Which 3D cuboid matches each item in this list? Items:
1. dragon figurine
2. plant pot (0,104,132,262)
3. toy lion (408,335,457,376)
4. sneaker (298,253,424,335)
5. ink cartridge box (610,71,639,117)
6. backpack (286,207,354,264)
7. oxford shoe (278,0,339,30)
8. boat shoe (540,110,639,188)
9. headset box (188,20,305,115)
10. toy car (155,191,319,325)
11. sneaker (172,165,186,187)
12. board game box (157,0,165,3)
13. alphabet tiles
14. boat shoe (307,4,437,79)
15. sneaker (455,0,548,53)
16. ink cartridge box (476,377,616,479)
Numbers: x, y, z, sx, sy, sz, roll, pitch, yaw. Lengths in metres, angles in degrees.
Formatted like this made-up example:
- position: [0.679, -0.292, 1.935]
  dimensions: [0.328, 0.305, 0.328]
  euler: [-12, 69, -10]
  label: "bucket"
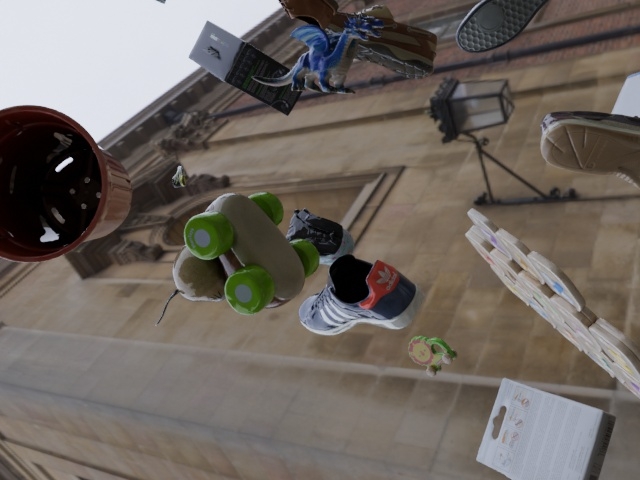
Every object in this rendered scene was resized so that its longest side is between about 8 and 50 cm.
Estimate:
- position: [-0.003, -0.349, 1.102]
  dimensions: [0.085, 0.289, 0.144]
  euler: [-9, -72, -45]
  label: "dragon figurine"
- position: [-0.502, -0.100, 1.147]
  dimensions: [0.265, 0.272, 0.272]
  euler: [-112, 19, -88]
  label: "plant pot"
- position: [0.251, 0.256, 1.361]
  dimensions: [0.034, 0.100, 0.096]
  euler: [-23, -112, -46]
  label: "toy lion"
- position: [0.045, 0.102, 1.209]
  dimensions: [0.148, 0.350, 0.131]
  euler: [44, -124, -22]
  label: "sneaker"
- position: [0.827, -0.196, 1.173]
  dimensions: [0.395, 0.285, 0.166]
  euler: [27, -96, -15]
  label: "ink cartridge box"
- position: [0.000, 0.000, 1.613]
  dimensions: [0.115, 0.182, 0.152]
  euler: [29, -108, -56]
  label: "backpack"
- position: [-0.060, -0.496, 1.196]
  dimensions: [0.212, 0.076, 0.076]
  euler: [25, -91, -29]
  label: "oxford shoe"
- position: [0.468, -0.140, 0.889]
  dimensions: [0.102, 0.285, 0.092]
  euler: [101, 179, -46]
  label: "boat shoe"
- position: [-0.227, -0.527, 1.802]
  dimensions: [0.283, 0.246, 0.131]
  euler: [18, -73, -48]
  label: "headset box"
- position: [-0.124, 0.046, 0.732]
  dimensions: [0.149, 0.188, 0.155]
  euler: [53, -153, 3]
  label: "toy car"
- position: [-0.389, -0.175, 1.621]
  dimensions: [0.083, 0.035, 0.031]
  euler: [-107, -2, -49]
  label: "sneaker"
- position: [-0.332, -0.571, 1.153]
  dimensions: [0.126, 0.026, 0.186]
  euler: [20, -97, -11]
  label: "board game box"
- position: [0.276, 0.081, 0.689]
  dimensions: [0.021, 0.284, 0.278]
  euler: [-44, -58, 4]
  label: "alphabet tiles"
- position: [0.132, -0.498, 1.430]
  dimensions: [0.324, 0.122, 0.119]
  euler: [19, -90, -11]
  label: "boat shoe"
- position: [0.331, -0.423, 1.032]
  dimensions: [0.086, 0.226, 0.163]
  euler: [46, -157, -18]
  label: "sneaker"
- position: [0.336, 0.304, 0.897]
  dimensions: [0.045, 0.179, 0.145]
  euler: [26, -100, -30]
  label: "ink cartridge box"
